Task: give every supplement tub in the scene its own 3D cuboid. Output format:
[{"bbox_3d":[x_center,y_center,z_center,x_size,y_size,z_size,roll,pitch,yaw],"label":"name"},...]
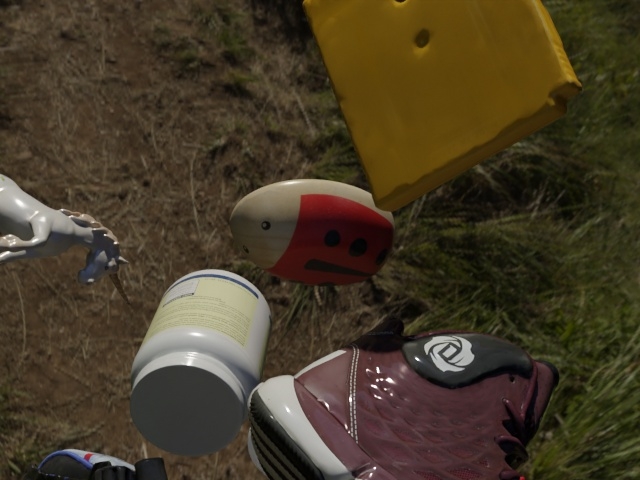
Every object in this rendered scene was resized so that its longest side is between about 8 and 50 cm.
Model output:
[{"bbox_3d":[-0.222,0.224,1.568,0.235,0.235,0.325,15,26,-4],"label":"supplement tub"}]

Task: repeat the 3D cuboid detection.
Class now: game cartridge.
[{"bbox_3d":[0.138,-0.239,1.031,0.052,0.285,0.324,6,61,-54],"label":"game cartridge"}]

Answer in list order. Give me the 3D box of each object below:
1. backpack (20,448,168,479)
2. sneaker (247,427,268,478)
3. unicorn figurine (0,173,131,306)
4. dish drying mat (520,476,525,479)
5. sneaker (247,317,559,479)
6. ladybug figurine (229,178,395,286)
[{"bbox_3d":[-0.186,0.301,0.691,0.213,0.263,0.277,35,75,-34],"label":"backpack"},{"bbox_3d":[0.090,0.255,0.794,0.350,0.148,0.131,40,63,-33],"label":"sneaker"},{"bbox_3d":[-0.214,-0.007,0.596,0.162,0.060,0.111,43,30,7],"label":"unicorn figurine"},{"bbox_3d":[0.207,0.301,1.008,0.083,0.032,0.008,-2,61,-25],"label":"dish drying mat"},{"bbox_3d":[0.102,0.140,0.438,0.162,0.106,0.281,-34,64,-26],"label":"sneaker"},{"bbox_3d":[0.000,0.000,1.999,0.449,0.305,0.162,9,48,-30],"label":"ladybug figurine"}]
